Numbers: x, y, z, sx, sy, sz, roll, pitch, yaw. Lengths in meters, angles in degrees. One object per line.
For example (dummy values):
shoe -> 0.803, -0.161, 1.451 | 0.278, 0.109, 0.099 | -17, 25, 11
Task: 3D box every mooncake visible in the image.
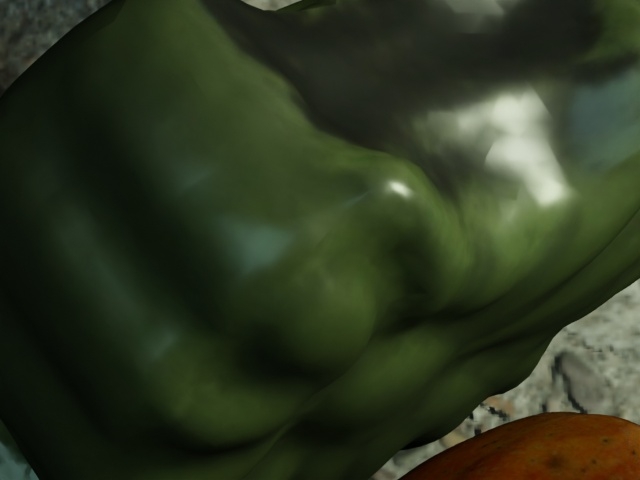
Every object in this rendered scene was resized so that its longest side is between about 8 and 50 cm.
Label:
mooncake -> 0.000, 0.000, 0.895 | 0.351, 0.351, 0.187 | -39, 76, 12

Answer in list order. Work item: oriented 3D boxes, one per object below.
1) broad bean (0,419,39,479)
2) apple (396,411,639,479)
broad bean -> -0.120, 0.140, 1.057 | 0.228, 0.100, 0.169 | -11, 87, 14
apple -> 0.101, 0.201, 0.929 | 0.234, 0.234, 0.234 | -1, 87, 17
